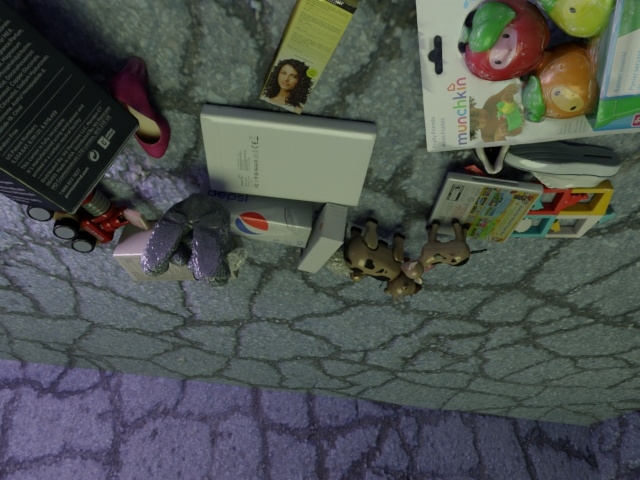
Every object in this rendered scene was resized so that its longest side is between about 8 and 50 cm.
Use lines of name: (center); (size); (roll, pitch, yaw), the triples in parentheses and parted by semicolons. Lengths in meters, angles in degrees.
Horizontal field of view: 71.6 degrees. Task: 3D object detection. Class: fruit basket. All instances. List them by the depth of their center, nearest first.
fruit basket: (0.324, -0.280, 0.639); (0.354, 0.165, 0.326); (-5, 128, 12)

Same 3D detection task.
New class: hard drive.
hard drive: (-0.073, -0.181, 0.989); (0.354, 0.047, 0.232); (6, 145, -3)

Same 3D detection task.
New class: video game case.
video game case: (0.378, -0.073, 1.060); (0.207, 0.026, 0.226); (9, 150, 4)

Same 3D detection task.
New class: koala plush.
koala plush: (-0.269, 0.016, 1.038); (0.197, 0.203, 0.221); (10, 164, 8)

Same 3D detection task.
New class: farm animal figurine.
farm animal figurine: (0.199, 0.062, 1.152); (0.327, 0.172, 0.330); (17, 151, -11)

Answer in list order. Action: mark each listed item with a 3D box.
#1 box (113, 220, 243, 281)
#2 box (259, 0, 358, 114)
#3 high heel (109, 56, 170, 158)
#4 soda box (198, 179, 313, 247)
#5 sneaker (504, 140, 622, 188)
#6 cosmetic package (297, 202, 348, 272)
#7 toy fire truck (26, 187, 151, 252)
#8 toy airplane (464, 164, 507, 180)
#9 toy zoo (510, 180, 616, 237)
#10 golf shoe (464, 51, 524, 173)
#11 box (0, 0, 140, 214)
box: (-0.392, 0.029, 1.249); (0.312, 0.121, 0.147); (-1, 144, 6)
box: (-0.027, -0.330, 0.763); (0.088, 0.058, 0.232); (16, 142, -18)
high heel: (-0.358, -0.229, 0.884); (0.082, 0.117, 0.244); (9, 144, -8)
soda box: (-0.165, -0.065, 1.117); (0.287, 0.097, 0.091); (10, 144, -8)
sneaker: (0.497, -0.151, 0.938); (0.259, 0.094, 0.091); (7, 140, -7)
cosmetic package: (0.000, 0.000, 1.156); (0.061, 0.098, 0.239); (12, 154, -13)
toy fire truck: (-0.555, -0.080, 1.105); (0.247, 0.158, 0.217); (-18, 140, 9)
toy airplane: (0.361, -0.124, 1.035); (0.152, 0.028, 0.151); (9, 146, 6)
toy zoo: (0.572, -0.073, 1.096); (0.294, 0.030, 0.192); (0, 145, 5)
golf shoe: (0.320, -0.246, 0.802); (0.106, 0.120, 0.272); (-6, 142, 17)
box: (-0.568, -0.244, 0.719); (0.294, 0.211, 0.395); (10, 155, 40)
